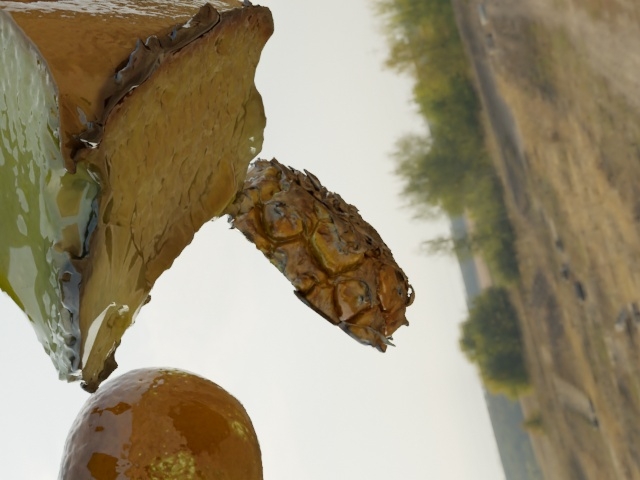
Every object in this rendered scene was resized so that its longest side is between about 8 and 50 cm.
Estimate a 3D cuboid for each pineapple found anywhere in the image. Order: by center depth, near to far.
[{"bbox_3d":[0.000,0.000,0.897,0.225,0.076,0.225,42,-171,-8],"label":"pineapple"}]

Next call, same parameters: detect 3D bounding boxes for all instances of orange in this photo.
[{"bbox_3d":[-0.137,0.227,0.934,0.158,0.179,0.237,101,172,-82],"label":"orange"}]

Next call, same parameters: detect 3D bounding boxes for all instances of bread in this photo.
[{"bbox_3d":[-0.078,-0.033,0.448,0.160,0.169,0.140,-127,40,-52],"label":"bread"}]
